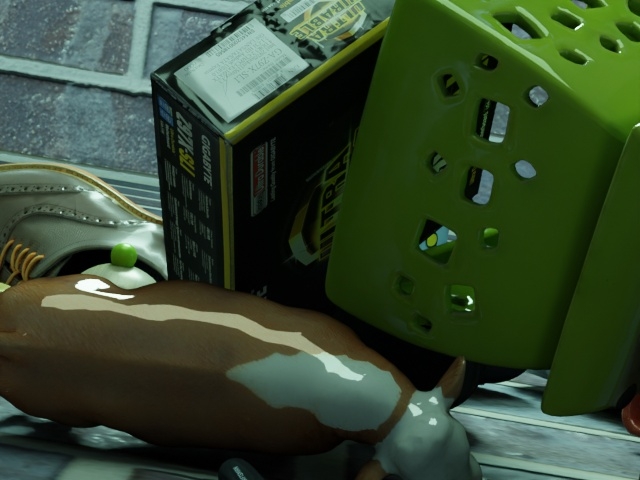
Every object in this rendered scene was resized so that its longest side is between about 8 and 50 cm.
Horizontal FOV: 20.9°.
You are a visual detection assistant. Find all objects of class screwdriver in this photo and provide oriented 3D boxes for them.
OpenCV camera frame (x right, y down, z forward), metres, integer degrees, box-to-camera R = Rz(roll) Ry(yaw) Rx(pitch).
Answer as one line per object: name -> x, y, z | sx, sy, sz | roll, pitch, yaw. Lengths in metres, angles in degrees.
screwdriver -> -0.026, 0.142, 0.854 | 0.025, 0.024, 0.170 | 9, 9, -15

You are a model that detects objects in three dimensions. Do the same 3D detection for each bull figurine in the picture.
bull figurine -> -0.054, 0.081, 1.042 | 0.310, 0.101, 0.188 | 15, -3, -6

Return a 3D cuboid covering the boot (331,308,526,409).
boot -> 0.101, 0.078, 1.386 | 0.207, 0.094, 0.246 | 1, 3, -37

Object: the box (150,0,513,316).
box -> 0.012, -0.065, 1.173 | 0.079, 0.257, 0.322 | 41, -25, 21

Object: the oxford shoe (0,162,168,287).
oxford shoe -> -0.213, 0.013, 1.401 | 0.363, 0.130, 0.132 | 12, 11, 27

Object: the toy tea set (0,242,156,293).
toy tea set -> -0.259, 0.021, 1.187 | 0.200, 0.124, 0.336 | 13, 6, 42

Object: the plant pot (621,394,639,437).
plant pot -> 0.430, 0.071, 1.290 | 0.235, 0.267, 0.267 | 23, -6, -43

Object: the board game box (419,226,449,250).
board game box -> 0.000, 0.000, 1.838 | 0.142, 0.144, 0.275 | 12, 5, 38

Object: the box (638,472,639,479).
box -> 0.287, 0.092, 0.938 | 0.167, 0.203, 0.168 | 13, 6, 33

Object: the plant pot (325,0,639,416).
plant pot -> 0.166, -0.032, 1.072 | 0.207, 0.228, 0.227 | 35, 35, 32

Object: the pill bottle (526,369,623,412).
pill bottle -> 0.262, 0.086, 1.463 | 0.119, 0.119, 0.208 | 5, 7, -43
